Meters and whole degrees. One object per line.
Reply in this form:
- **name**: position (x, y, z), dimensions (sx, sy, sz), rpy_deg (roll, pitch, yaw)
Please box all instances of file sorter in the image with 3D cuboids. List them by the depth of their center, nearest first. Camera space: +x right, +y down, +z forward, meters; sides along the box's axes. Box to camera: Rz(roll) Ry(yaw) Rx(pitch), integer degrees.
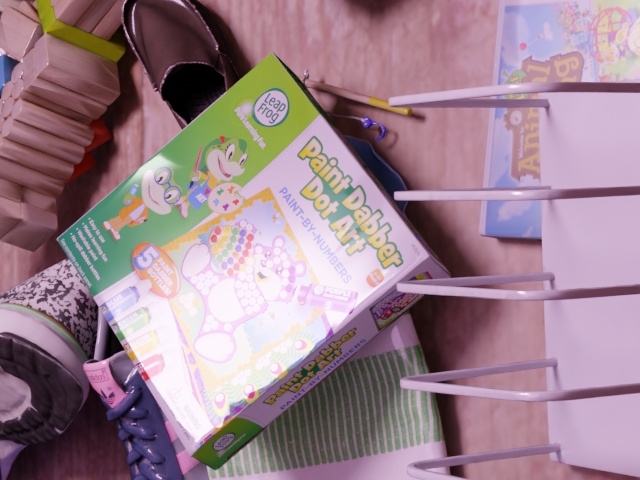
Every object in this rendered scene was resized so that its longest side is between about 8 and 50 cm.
- **file sorter**: position (0.160, 0.031, 1.199), dimensions (0.193, 0.173, 0.278), rpy_deg (1, 94, 59)

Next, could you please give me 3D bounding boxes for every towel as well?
- **towel**: position (0.004, 0.221, 1.446), dimensions (0.248, 0.038, 0.325), rpy_deg (-17, 77, 37)

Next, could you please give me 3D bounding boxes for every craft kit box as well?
- **craft kit box**: position (-0.060, 0.013, 1.436), dimensions (0.246, 0.061, 0.250), rpy_deg (-39, 59, 4)

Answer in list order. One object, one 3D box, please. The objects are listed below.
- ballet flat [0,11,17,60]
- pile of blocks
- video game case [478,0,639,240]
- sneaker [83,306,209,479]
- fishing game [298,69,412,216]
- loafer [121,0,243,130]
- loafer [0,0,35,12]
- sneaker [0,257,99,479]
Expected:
- **ballet flat**: position (-0.324, -0.223, 1.822), dimensions (0.079, 0.077, 0.221), rpy_deg (-5, 80, 23)
- **pile of blocks**: position (-0.254, -0.144, 1.721), dimensions (0.149, 0.112, 0.362), rpy_deg (38, 103, 53)
- **video game case**: position (0.207, -0.104, 1.326), dimensions (0.193, 0.023, 0.212), rpy_deg (3, 87, 44)
- **sneaker**: position (-0.155, 0.154, 1.561), dimensions (0.112, 0.131, 0.319), rpy_deg (-17, 73, 39)
- **fishing game**: position (0.000, 0.000, 1.498), dimensions (0.189, 0.041, 0.264), rpy_deg (26, 105, 42)
- **loafer**: position (-0.113, -0.153, 1.579), dimensions (0.080, 0.078, 0.220), rpy_deg (-38, 67, 7)
- **loafer**: position (-0.297, -0.358, 1.770), dimensions (0.102, 0.092, 0.268), rpy_deg (1, 83, 3)
- **sneaker**: position (-0.303, 0.121, 1.733), dimensions (0.410, 0.158, 0.182), rpy_deg (-27, 23, 52)
